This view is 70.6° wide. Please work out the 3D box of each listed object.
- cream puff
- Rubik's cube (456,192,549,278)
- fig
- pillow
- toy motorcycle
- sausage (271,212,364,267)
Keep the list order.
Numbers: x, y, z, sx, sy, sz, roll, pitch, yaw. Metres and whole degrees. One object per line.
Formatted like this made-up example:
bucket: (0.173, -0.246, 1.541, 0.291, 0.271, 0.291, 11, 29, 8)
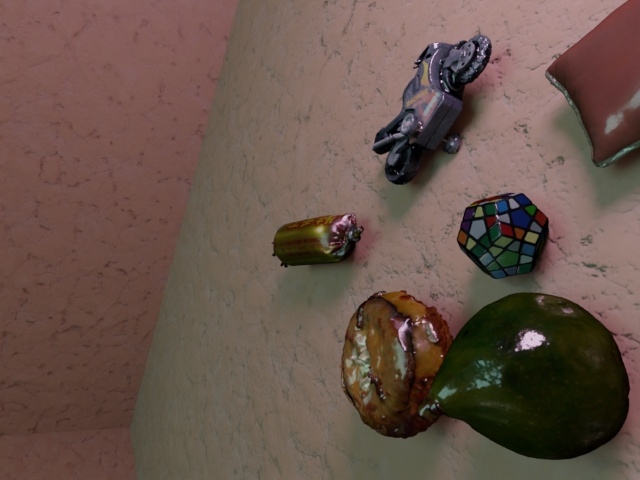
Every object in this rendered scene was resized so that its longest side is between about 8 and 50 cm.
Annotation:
cream puff: (0.136, 0.203, 0.771, 0.240, 0.163, 0.241, -175, 90, -73)
Rubik's cube: (0.266, -0.008, 0.662, 0.112, 0.132, 0.133, 110, 157, -66)
fig: (0.235, 0.167, 0.546, 0.195, 0.244, 0.196, 175, 90, -68)
pillow: (0.386, -0.203, 0.554, 0.171, 0.075, 0.179, -41, 48, 46)
toy motorcycle: (0.201, -0.252, 0.855, 0.307, 0.108, 0.173, -57, 29, 35)
sausage: (-0.002, 0.001, 1.083, 0.125, 0.117, 0.317, -48, 20, -26)
